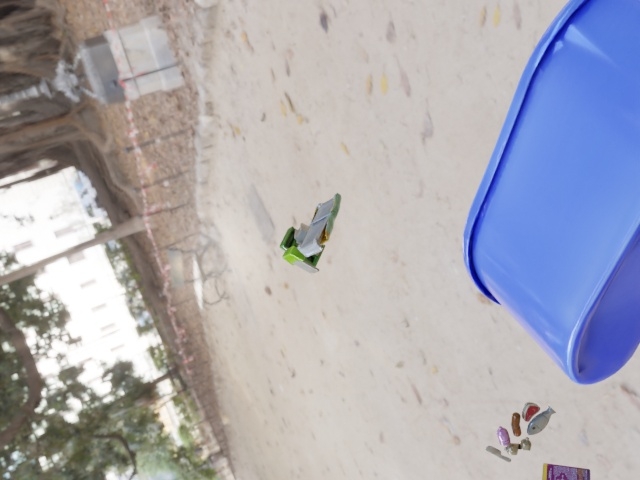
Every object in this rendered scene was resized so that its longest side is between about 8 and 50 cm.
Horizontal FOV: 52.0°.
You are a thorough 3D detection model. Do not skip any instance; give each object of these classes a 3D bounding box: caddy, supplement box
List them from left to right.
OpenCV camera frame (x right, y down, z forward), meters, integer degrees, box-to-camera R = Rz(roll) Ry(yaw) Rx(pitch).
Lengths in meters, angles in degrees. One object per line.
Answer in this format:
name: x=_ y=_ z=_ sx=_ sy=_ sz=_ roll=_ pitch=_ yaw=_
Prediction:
supplement box: x=0.457 y=0.448 z=1.218 sx=0.055 sy=0.083 sz=0.043 roll=62 pitch=-144 yaw=-48
caddy: x=0.250 y=-0.054 z=0.502 sx=0.179 sy=0.241 sz=0.341 roll=-121 pitch=35 yaw=-45

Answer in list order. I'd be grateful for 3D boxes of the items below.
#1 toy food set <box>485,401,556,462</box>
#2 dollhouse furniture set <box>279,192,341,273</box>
toy food set: x=0.337 y=0.321 z=1.104 sx=0.077 sy=0.122 sz=0.019 roll=31 pitch=-170 yaw=-16
dollhouse furniture set: x=0.000 y=0.000 z=0.867 sx=0.058 sy=0.076 sz=0.151 roll=31 pitch=157 yaw=-16
